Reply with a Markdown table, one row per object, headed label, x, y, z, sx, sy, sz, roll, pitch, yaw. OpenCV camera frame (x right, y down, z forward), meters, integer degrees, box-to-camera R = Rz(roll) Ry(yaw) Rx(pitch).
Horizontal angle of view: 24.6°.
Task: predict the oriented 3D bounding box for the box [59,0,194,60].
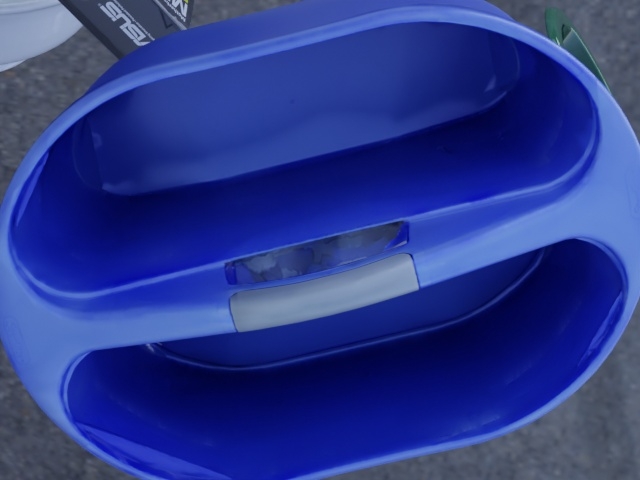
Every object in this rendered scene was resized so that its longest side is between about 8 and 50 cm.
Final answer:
| label | x | y | z | sx | sy | sz | roll | pitch | yaw |
| --- | --- | --- | --- | --- | --- | --- | --- | --- | --- |
| box | -0.193 | -0.287 | 1.074 | 0.270 | 0.060 | 0.216 | 44 | 31 | -35 |

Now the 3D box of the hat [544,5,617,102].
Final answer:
| label | x | y | z | sx | sy | sz | roll | pitch | yaw |
| --- | --- | --- | --- | --- | --- | --- | --- | --- | --- |
| hat | 0.161 | -0.072 | 1.250 | 0.208 | 0.183 | 0.173 | 50 | 26 | -35 |

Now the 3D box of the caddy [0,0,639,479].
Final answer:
| label | x | y | z | sx | sy | sz | roll | pitch | yaw |
| --- | --- | --- | --- | --- | --- | --- | --- | --- | --- |
| caddy | 0.000 | 0.000 | 0.779 | 0.341 | 0.179 | 0.241 | -14 | 110 | 4 |

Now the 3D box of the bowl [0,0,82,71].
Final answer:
| label | x | y | z | sx | sy | sz | roll | pitch | yaw |
| --- | --- | --- | --- | --- | --- | --- | --- | --- | --- |
| bowl | -0.333 | -0.250 | 1.378 | 0.298 | 0.298 | 0.134 | -27 | 146 | -37 |
